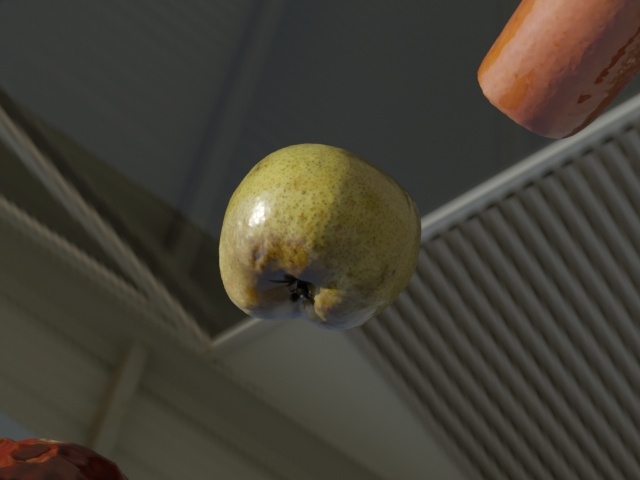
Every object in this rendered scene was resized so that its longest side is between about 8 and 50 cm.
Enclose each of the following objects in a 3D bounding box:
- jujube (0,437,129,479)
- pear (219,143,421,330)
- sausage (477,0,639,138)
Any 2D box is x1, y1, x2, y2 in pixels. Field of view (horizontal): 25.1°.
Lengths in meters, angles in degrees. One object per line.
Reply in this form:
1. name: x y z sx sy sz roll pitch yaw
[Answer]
1. jujube: -0.223 0.243 0.968 0.232 0.213 0.213 -15 -107 -30
2. pear: 0.000 0.000 1.196 0.167 0.167 0.136 48 -141 -26
3. sausage: 0.219 -0.190 1.036 0.113 0.259 0.113 19 -139 -18
